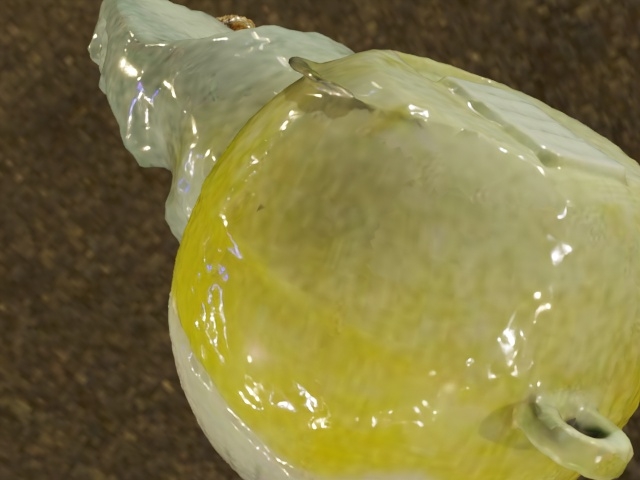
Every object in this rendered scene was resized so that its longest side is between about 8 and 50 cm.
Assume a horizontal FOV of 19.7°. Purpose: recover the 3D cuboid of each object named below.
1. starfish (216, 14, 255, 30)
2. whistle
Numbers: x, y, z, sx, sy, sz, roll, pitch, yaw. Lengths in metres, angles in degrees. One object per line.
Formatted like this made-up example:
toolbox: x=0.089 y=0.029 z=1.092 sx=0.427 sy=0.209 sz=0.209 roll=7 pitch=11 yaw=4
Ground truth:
starfish: x=-0.064 y=-0.080 z=0.912 sx=0.078 sy=0.028 sz=0.091 roll=-43 pitch=17 yaw=14
whistle: x=0.000 y=0.000 z=0.459 sx=0.123 sy=0.123 sz=0.223 roll=-45 pitch=44 yaw=-3
